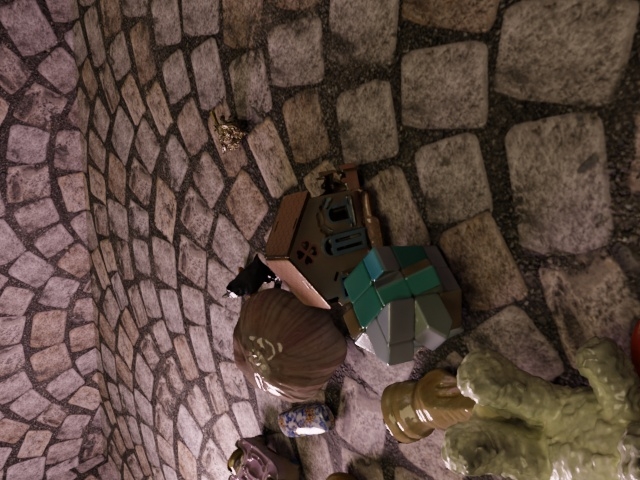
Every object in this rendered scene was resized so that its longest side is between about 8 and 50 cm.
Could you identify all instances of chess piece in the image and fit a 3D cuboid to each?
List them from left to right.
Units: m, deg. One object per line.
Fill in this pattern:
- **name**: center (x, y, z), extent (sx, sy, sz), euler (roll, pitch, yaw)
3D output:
- **chess piece**: center (0.267, 0.335, 1.050), extent (0.301, 0.137, 0.137), euler (-37, 74, 44)

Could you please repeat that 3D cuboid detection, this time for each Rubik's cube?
- **Rubik's cube**: center (0.183, 0.135, 1.016), extent (0.265, 0.225, 0.212), euler (-56, 46, 44)

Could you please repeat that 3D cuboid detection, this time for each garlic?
- **garlic**: center (-0.101, 0.276, 1.318), extent (0.318, 0.259, 0.317), euler (4, 102, 21)

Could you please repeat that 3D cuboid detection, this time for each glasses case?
- **glasses case**: center (-0.048, 0.542, 1.499), extent (0.248, 0.065, 0.086), euler (-34, 75, 48)

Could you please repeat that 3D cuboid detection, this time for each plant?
- **plant**: center (-0.287, -0.323, 1.454), extent (0.122, 0.104, 0.116), euler (42, 132, 5)

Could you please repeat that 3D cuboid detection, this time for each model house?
- **model house**: center (0.000, 0.000, 1.140), extent (0.169, 0.245, 0.325), euler (2, 103, 60)

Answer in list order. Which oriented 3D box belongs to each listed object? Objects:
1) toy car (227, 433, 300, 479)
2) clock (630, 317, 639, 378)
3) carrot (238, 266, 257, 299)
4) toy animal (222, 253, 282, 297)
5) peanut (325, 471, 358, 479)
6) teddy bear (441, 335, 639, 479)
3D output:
- **toy car**: center (-0.189, 0.856, 1.673), extent (0.242, 0.226, 0.335), euler (15, 86, 45)
- **clock**: center (0.569, 0.176, 0.726), extent (0.205, 0.051, 0.205), euler (18, 116, 43)
- **carrot**: center (-0.212, 0.196, 1.594), extent (0.043, 0.043, 0.247), euler (-39, 71, 46)
- **toy animal**: center (-0.195, 0.090, 1.411), extent (0.117, 0.210, 0.121), euler (55, 135, 23)
- **peanut**: center (0.086, 0.727, 1.367), extent (0.225, 0.129, 0.129), euler (9, 108, 44)
- **teddy bear**: center (0.412, 0.301, 0.710), extent (0.362, 0.376, 0.327), euler (97, -171, -79)
